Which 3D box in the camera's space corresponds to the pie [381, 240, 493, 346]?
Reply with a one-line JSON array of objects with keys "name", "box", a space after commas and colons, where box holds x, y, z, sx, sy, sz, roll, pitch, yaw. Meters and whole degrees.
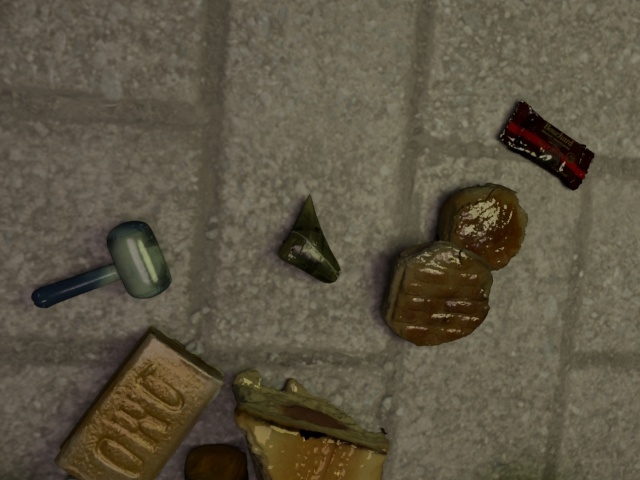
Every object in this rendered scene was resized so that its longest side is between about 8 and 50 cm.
[{"name": "pie", "box": [0.191, 0.088, 1.068, 0.195, 0.046, 0.195, -1, 121, -2]}]

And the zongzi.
[{"name": "zongzi", "box": [0.000, 0.000, 1.046, 0.104, 0.052, 0.113, 30, 76, -23]}]

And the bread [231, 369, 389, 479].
[{"name": "bread", "box": [-0.008, 0.290, 1.004, 0.211, 0.183, 0.224, -20, 103, -12]}]

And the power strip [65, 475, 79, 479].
[{"name": "power strip", "box": [-0.349, 0.384, 1.016, 0.090, 0.016, 0.040, 11, 94, -15]}]

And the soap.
[{"name": "soap", "box": [-0.267, 0.262, 0.993, 0.140, 0.073, 0.232, 37, 88, -11]}]

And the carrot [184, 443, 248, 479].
[{"name": "carrot", "box": [-0.151, 0.478, 1.029, 0.114, 0.114, 0.302, -5, 97, -13]}]

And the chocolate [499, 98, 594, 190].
[{"name": "chocolate", "box": [0.390, -0.159, 1.130, 0.182, 0.028, 0.086, 32, 86, -14]}]

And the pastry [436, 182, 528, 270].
[{"name": "pastry", "box": [0.266, -0.020, 1.088, 0.153, 0.081, 0.153, -2, 98, -18]}]

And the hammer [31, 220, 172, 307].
[{"name": "hammer", "box": [-0.323, 0.050, 0.962, 0.194, 0.069, 0.116, -21, 102, -6]}]
